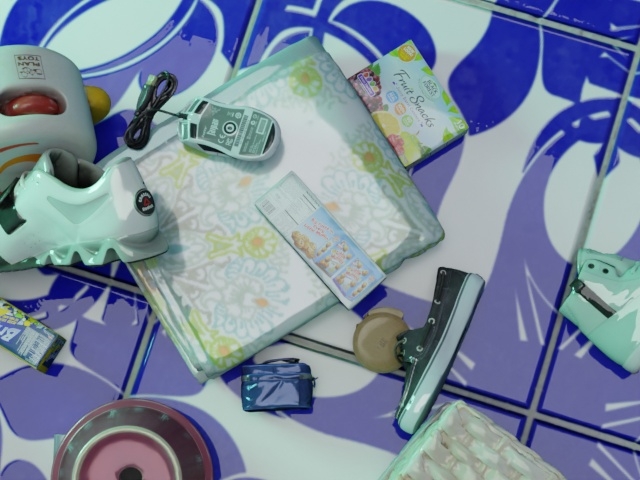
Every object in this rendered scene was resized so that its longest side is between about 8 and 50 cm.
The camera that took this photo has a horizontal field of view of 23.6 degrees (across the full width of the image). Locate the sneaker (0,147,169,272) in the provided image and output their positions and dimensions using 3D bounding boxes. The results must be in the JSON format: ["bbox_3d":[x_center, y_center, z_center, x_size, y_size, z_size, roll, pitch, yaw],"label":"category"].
[{"bbox_3d":[-0.340,-0.041,1.897,0.330,0.122,0.146,-6,102,29],"label":"sneaker"}]

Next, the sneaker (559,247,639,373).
[{"bbox_3d":[0.409,0.023,1.922,0.151,0.094,0.256,37,83,11],"label":"sneaker"}]

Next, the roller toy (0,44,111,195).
[{"bbox_3d":[-0.383,-0.152,1.928,0.209,0.191,0.146,-21,67,14],"label":"roller toy"}]

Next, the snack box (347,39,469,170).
[{"bbox_3d":[0.114,-0.175,1.995,0.100,0.037,0.141,-32,81,-4],"label":"snack box"}]

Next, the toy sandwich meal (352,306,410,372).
[{"bbox_3d":[0.078,0.127,1.952,0.086,0.029,0.085,0,89,-5],"label":"toy sandwich meal"}]

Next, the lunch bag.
[{"bbox_3d":[-0.051,0.181,1.927,0.098,0.067,0.065,-3,81,1],"label":"lunch bag"}]

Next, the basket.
[{"bbox_3d":[0.181,0.403,1.783,0.331,0.266,0.328,39,83,6],"label":"basket"}]

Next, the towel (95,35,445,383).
[{"bbox_3d":[-0.080,-0.040,1.959,0.374,0.090,0.320,-32,83,-3],"label":"towel"}]

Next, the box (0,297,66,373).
[{"bbox_3d":[-0.412,0.103,1.959,0.169,0.059,0.054,32,81,7],"label":"box"}]

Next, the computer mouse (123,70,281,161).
[{"bbox_3d":[-0.141,-0.140,1.911,0.193,0.042,0.106,18,78,9],"label":"computer mouse"}]

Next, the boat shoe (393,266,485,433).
[{"bbox_3d":[0.132,0.130,1.910,0.076,0.080,0.228,22,69,11],"label":"boat shoe"}]

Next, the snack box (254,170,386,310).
[{"bbox_3d":[0.000,0.000,1.895,0.064,0.022,0.178,-41,83,-5],"label":"snack box"}]

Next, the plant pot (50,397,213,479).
[{"bbox_3d":[-0.230,0.289,1.849,0.201,0.180,0.201,1,82,-4],"label":"plant pot"}]

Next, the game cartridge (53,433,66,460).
[{"bbox_3d":[-0.299,0.275,1.949,0.083,0.017,0.056,0,84,3],"label":"game cartridge"}]
